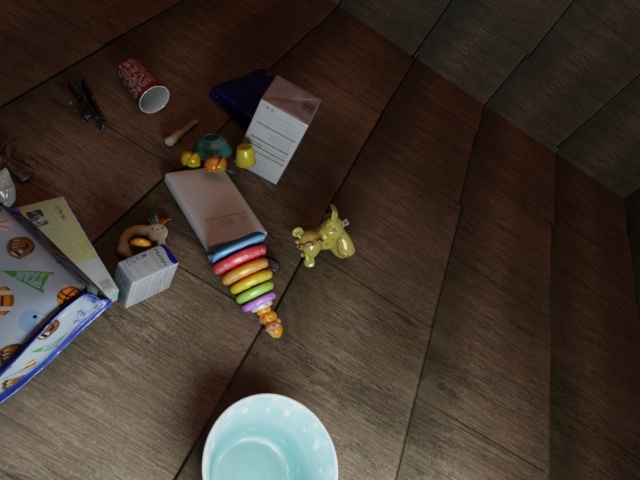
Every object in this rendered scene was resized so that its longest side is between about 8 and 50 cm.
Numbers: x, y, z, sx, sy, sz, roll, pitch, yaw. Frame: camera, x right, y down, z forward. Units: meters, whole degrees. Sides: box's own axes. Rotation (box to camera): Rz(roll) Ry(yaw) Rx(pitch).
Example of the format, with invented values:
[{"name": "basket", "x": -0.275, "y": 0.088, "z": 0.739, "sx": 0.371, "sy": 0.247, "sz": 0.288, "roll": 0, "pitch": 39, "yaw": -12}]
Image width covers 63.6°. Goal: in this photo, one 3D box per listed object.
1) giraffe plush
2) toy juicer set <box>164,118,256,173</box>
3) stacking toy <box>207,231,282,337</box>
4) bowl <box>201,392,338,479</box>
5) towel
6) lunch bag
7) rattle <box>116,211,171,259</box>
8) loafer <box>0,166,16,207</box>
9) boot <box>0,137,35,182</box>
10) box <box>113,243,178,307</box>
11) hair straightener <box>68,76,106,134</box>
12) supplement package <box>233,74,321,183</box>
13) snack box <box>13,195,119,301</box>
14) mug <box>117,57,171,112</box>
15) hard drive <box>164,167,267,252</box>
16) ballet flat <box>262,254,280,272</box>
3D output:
[{"name": "giraffe plush", "x": 0.000, "y": 0.000, "z": 1.679, "sx": 0.171, "sy": 0.210, "sz": 0.181, "roll": -26, "pitch": 73, "yaw": -11}, {"name": "toy juicer set", "x": -0.391, "y": -0.293, "z": 1.717, "sx": 0.329, "sy": 0.089, "sz": 0.209, "roll": 30, "pitch": 46, "yaw": 29}, {"name": "stacking toy", "x": -0.186, "y": 0.142, "z": 1.467, "sx": 0.166, "sy": 0.175, "sz": 0.301, "roll": -24, "pitch": 86, "yaw": -17}, {"name": "bowl", "x": -0.135, "y": 0.523, "z": 1.165, "sx": 0.312, "sy": 0.163, "sz": 0.311, "roll": 17, "pitch": 48, "yaw": -20}, {"name": "towel", "x": -0.254, "y": -0.556, "z": 2.022, "sx": 0.228, "sy": 0.076, "sz": 0.308, "roll": 40, "pitch": 45, "yaw": 13}, {"name": "lunch bag", "x": -0.703, "y": 0.149, "z": 1.054, "sx": 0.328, "sy": 0.239, "sz": 0.385, "roll": 44, "pitch": 78, "yaw": 5}, {"name": "rattle", "x": -0.472, "y": -0.036, "z": 1.430, "sx": 0.130, "sy": 0.142, "sz": 0.199, "roll": 22, "pitch": 50, "yaw": 11}, {"name": "loafer", "x": -0.909, "y": -0.122, "z": 1.225, "sx": 0.320, "sy": 0.111, "sz": 0.112, "roll": -11, "pitch": 35, "yaw": -29}, {"name": "boot", "x": -0.831, "y": -0.220, "z": 1.427, "sx": 0.114, "sy": 0.037, "sz": 0.106, "roll": 29, "pitch": 59, "yaw": -4}, {"name": "box", "x": -0.456, "y": 0.091, "z": 1.342, "sx": 0.137, "sy": 0.126, "sz": 0.072, "roll": -27, "pitch": 71, "yaw": -42}, {"name": "hair straightener", "x": -0.753, "y": -0.425, "z": 1.640, "sx": 0.089, "sy": 0.047, "sz": 0.230, "roll": -18, "pitch": 70, "yaw": -39}, {"name": "supplement package", "x": -0.150, "y": -0.375, "z": 1.777, "sx": 0.175, "sy": 0.293, "sz": 0.177, "roll": 28, "pitch": 46, "yaw": -8}, {"name": "snack box", "x": -0.671, "y": 0.046, "z": 1.295, "sx": 0.187, "sy": 0.060, "sz": 0.322, "roll": -23, "pitch": 70, "yaw": -40}, {"name": "mug", "x": -0.608, "y": -0.526, "z": 1.778, "sx": 0.113, "sy": 0.150, "sz": 0.169, "roll": -39, "pitch": 73, "yaw": -7}, {"name": "hard drive", "x": -0.328, "y": -0.106, "z": 1.608, "sx": 0.203, "sy": 0.040, "sz": 0.307, "roll": -15, "pitch": 57, "yaw": -38}, {"name": "ballet flat", "x": -0.202, "y": 0.054, "z": 1.591, "sx": 0.173, "sy": 0.049, "sz": 0.057, "roll": 31, "pitch": 68, "yaw": 2}]
